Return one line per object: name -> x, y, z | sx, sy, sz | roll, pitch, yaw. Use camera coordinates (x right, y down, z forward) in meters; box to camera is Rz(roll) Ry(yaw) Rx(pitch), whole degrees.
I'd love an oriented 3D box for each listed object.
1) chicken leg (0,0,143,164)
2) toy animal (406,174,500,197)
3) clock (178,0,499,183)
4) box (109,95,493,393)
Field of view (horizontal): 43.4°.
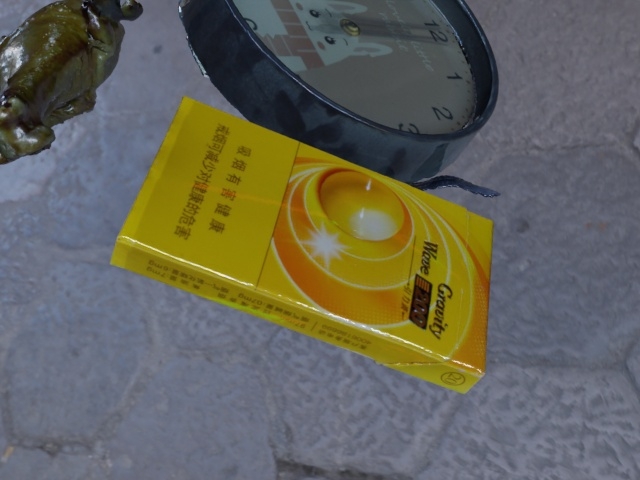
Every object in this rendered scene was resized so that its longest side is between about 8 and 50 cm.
chicken leg -> -0.363, -0.196, 1.022 | 0.211, 0.140, 0.361 | -41, 20, 37
toy animal -> 0.084, -0.054, 0.885 | 0.220, 0.062, 0.108 | 11, 46, 12
clock -> 0.032, -0.238, 0.903 | 0.076, 0.386, 0.386 | -48, 47, 45
box -> 0.000, 0.000, 0.596 | 0.269, 0.043, 0.152 | 20, 51, -9
